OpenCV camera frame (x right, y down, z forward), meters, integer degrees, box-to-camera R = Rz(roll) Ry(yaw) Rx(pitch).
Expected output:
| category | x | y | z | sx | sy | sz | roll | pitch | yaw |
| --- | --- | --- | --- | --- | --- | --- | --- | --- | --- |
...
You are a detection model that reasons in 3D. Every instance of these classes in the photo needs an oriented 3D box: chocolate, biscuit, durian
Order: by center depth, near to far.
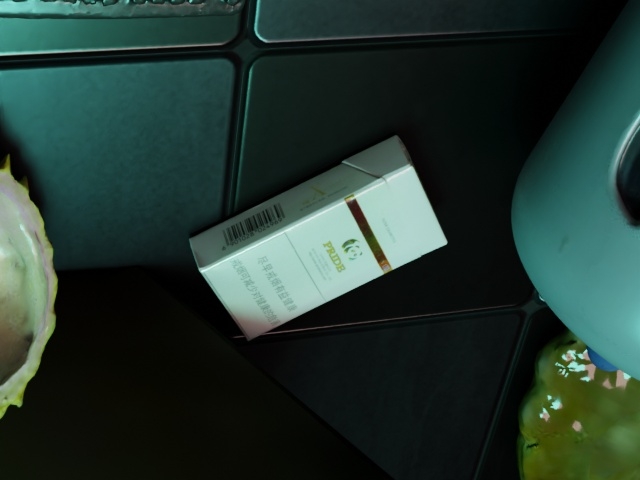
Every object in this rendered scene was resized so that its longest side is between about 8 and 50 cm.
| category | x | y | z | sx | sy | sz | roll | pitch | yaw |
| --- | --- | --- | --- | --- | --- | --- | --- | --- | --- |
| durian | -0.223 | 0.033 | 0.730 | 0.165 | 0.182 | 0.132 | -23 | -179 | -16 |
| chocolate | -0.162 | 0.236 | 0.863 | 0.326 | 0.314 | 0.297 | -46 | 170 | -32 |
| biscuit | 0.306 | 0.134 | 1.092 | 0.329 | 0.078 | 0.335 | 23 | 118 | -31 |

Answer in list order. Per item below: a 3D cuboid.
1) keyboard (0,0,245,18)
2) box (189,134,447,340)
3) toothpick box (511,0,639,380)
| category | x | y | z | sx | sy | sz | roll | pitch | yaw |
| --- | --- | --- | --- | --- | --- | --- | --- | --- | --- |
| keyboard | -0.156 | -0.152 | 0.682 | 0.250 | 0.017 | 0.087 | -2 | 130 | -20 |
| box | 0.000 | 0.000 | 0.869 | 0.154 | 0.040 | 0.084 | -27 | 133 | 3 |
| toothpick box | 0.265 | -0.059 | 0.784 | 0.263 | 0.263 | 0.355 | 13 | 122 | -31 |
